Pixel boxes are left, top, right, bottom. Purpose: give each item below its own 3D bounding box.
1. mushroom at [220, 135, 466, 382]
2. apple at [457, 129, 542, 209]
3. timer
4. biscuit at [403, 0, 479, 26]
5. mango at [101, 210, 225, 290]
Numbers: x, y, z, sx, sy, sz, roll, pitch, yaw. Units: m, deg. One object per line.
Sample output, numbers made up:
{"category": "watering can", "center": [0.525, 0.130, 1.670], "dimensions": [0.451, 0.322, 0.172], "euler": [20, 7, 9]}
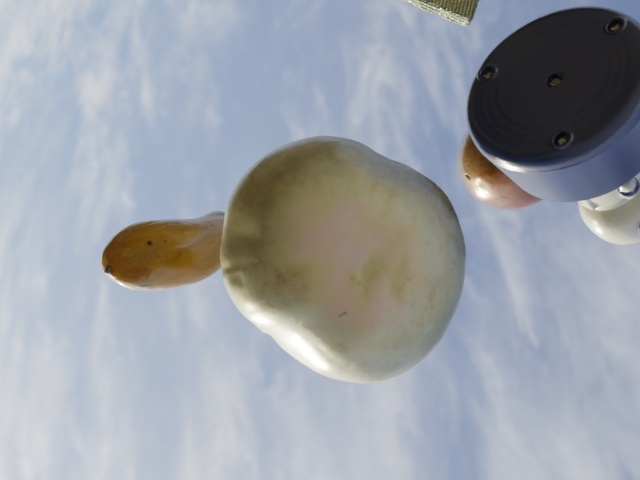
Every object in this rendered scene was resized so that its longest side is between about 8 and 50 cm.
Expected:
{"category": "mushroom", "center": [0.021, 0.020, 1.054], "dimensions": [0.234, 0.254, 0.260], "euler": [177, -99, -80]}
{"category": "apple", "center": [0.343, -0.148, 1.798], "dimensions": [0.174, 0.188, 0.188], "euler": [-20, -124, 56]}
{"category": "timer", "center": [0.409, -0.126, 1.469], "dimensions": [0.270, 0.383, 0.270], "euler": [-19, -129, 25]}
{"category": "biscuit", "center": [0.191, -0.468, 1.773], "dimensions": [0.040, 0.199, 0.121], "euler": [136, -27, -72]}
{"category": "mango", "center": [-0.174, 0.013, 1.190], "dimensions": [0.098, 0.190, 0.075], "euler": [50, -45, 28]}
